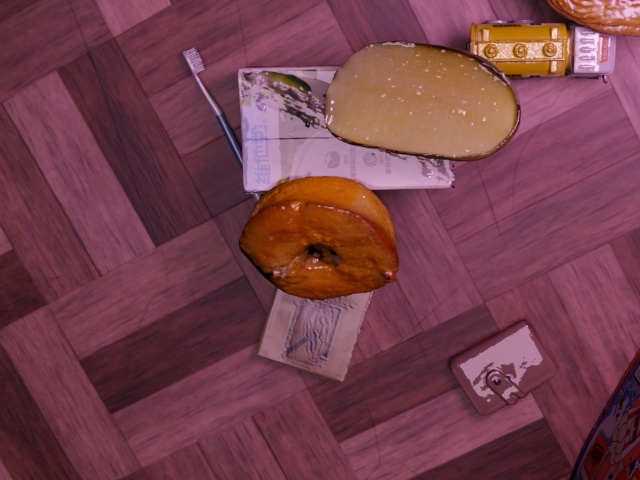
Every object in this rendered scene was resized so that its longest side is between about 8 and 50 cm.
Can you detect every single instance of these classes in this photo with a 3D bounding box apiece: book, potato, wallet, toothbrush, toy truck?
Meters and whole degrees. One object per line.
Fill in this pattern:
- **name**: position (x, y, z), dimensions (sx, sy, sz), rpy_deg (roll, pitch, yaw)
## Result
- **book**: position (-0.001, 0.110, 1.719), dimensions (0.161, 0.026, 0.230), rpy_deg (17, 102, 2)
- **potato**: position (0.146, -0.186, 1.470), dimensions (0.272, 0.111, 0.160), rpy_deg (7, 80, 8)
- **wallet**: position (0.301, 0.213, 1.705), dimensions (0.153, 0.039, 0.118), rpy_deg (-33, 94, 9)
- **toothbrush**: position (-0.153, -0.186, 1.679), dimensions (0.025, 0.019, 0.275), rpy_deg (-26, 97, 2)
- **toy truck**: position (0.333, -0.286, 1.565), dimensions (0.227, 0.114, 0.098), rpy_deg (0, 101, 5)

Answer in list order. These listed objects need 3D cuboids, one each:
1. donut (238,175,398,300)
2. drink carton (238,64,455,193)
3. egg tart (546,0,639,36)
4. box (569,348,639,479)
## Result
- **donut**: position (0.002, 0.001, 1.570), dimensions (0.254, 0.253, 0.118), rpy_deg (1, 60, 5)
- **drink carton**: position (0.044, -0.178, 1.602), dimensions (0.325, 0.132, 0.194), rpy_deg (-1, 100, 4)
- **egg tart**: position (0.450, -0.466, 1.497), dimensions (0.352, 0.150, 0.351), rpy_deg (0, 95, 5)
- **box**: position (0.564, 0.380, 1.555), dimensions (0.257, 0.348, 0.318), rpy_deg (25, 104, 0)
